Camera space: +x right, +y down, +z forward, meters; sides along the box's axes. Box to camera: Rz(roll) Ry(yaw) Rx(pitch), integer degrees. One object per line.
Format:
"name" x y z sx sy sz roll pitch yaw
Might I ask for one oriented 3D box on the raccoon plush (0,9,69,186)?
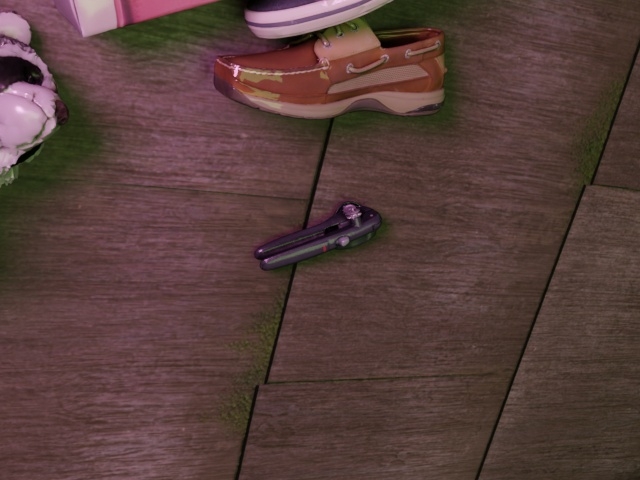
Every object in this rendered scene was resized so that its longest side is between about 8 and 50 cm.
"raccoon plush" -0.478 -0.150 0.895 0.446 0.299 0.216 20 123 -1

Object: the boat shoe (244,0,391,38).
"boat shoe" 0.118 -0.393 1.011 0.500 0.187 0.156 -30 115 10

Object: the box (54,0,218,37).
"box" -0.169 -0.315 0.947 0.232 0.148 0.127 -20 122 -17

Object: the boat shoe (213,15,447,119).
"boat shoe" 0.022 -0.222 1.116 0.323 0.122 0.120 -7 118 -34

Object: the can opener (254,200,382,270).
"can opener" 0.000 0.000 1.244 0.186 0.059 0.073 -21 122 -18
